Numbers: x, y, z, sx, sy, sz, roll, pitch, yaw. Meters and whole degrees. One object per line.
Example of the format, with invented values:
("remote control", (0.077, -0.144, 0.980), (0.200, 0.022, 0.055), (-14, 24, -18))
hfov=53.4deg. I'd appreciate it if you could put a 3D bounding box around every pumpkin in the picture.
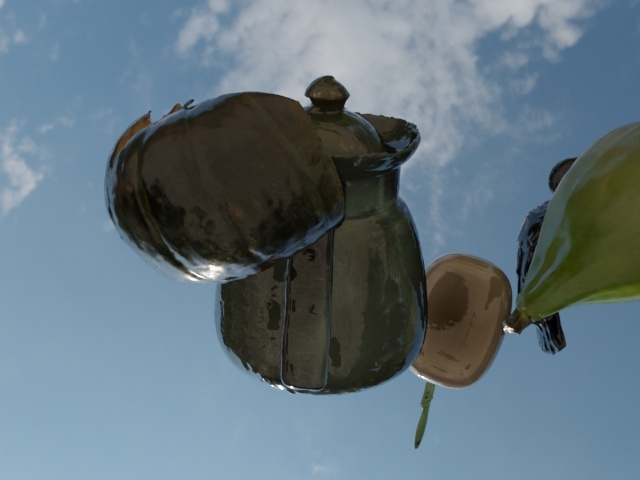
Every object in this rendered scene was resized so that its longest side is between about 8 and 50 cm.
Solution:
("pumpkin", (-0.079, -0.027, 0.409), (0.108, 0.184, 0.119), (-43, -68, -22))

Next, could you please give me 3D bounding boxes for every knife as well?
("knife", (0.203, 0.319, 1.234), (0.014, 0.030, 0.207), (31, -62, 47))

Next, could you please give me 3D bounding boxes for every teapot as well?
("teapot", (-0.018, -0.007, 0.601), (0.224, 0.305, 0.284), (15, -64, 29))

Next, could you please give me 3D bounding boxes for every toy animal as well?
("toy animal", (0.379, 0.022, 0.953), (0.186, 0.122, 0.298), (32, -90, -9))

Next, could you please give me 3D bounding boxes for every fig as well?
("fig", (0.376, 0.001, 0.729), (0.233, 0.233, 0.314), (29, -114, 18))

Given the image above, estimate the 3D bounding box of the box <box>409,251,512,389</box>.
("box", (0.199, 0.118, 0.940), (0.146, 0.088, 0.200), (20, -86, 18))
